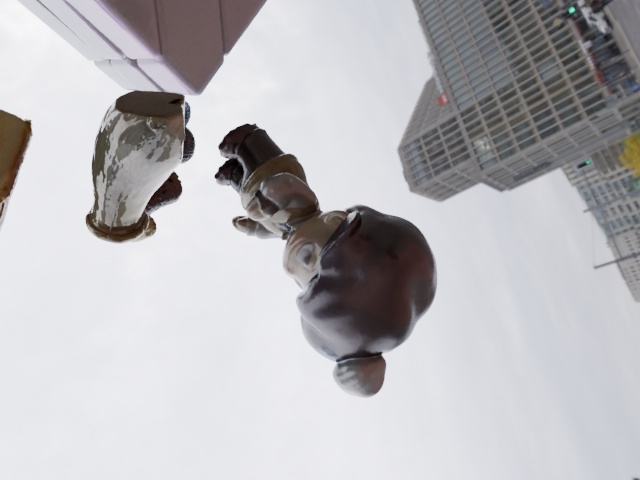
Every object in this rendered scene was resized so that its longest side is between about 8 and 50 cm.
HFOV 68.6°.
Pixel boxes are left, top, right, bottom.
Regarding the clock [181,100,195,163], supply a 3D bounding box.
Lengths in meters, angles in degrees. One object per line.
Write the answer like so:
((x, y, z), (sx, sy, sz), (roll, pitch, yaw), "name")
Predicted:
((-0.395, -0.262, 1.158), (0.100, 0.194, 0.195), (37, -148, 21), "clock")

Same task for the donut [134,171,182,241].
((-0.388, -0.067, 0.993), (0.085, 0.217, 0.141), (49, -144, 7), "donut")

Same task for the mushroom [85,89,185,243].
((-0.237, -0.099, 0.596), (0.108, 0.247, 0.096), (38, -142, -8), "mushroom")

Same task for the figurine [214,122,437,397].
((-0.014, 0.004, 0.622), (0.365, 0.218, 0.206), (36, -140, 6), "figurine")

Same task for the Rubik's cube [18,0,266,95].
((-0.291, -0.458, 0.745), (0.319, 0.315, 0.322), (41, -106, -44), "Rubik's cube")

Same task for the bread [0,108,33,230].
((-0.649, -0.075, 0.788), (0.207, 0.279, 0.279), (22, -121, -36), "bread")
